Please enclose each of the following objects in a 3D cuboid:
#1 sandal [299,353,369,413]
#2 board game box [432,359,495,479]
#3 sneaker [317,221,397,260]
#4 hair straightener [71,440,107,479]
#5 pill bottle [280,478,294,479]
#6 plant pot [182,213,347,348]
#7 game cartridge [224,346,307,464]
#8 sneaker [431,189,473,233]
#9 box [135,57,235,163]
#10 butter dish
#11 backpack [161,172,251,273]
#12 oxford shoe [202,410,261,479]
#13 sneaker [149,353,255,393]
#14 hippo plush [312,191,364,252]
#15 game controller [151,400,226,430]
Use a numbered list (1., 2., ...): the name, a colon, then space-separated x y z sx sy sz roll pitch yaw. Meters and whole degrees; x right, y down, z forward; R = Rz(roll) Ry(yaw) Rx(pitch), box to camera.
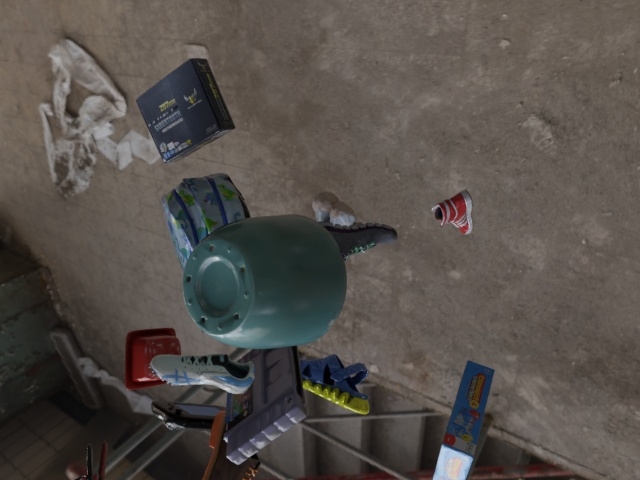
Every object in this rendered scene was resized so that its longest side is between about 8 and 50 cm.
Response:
1. sandal: 0.022 0.407 1.417 0.317 0.138 0.126 15 162 26
2. board game box: 0.435 0.585 1.436 0.086 0.302 0.308 16 134 21
3. sneaker: 0.078 0.015 1.122 0.224 0.098 0.083 1 151 -8
4. hair straightener: -0.629 0.664 1.256 0.047 0.089 0.230 106 156 -49
5. pill bottle: -0.082 0.525 0.706 0.162 0.162 0.278 -37 55 43
6. plant pot: -0.130 0.084 0.947 0.293 0.235 0.293 -1 88 33
7. game cartridge: -0.155 0.394 1.257 0.230 0.355 0.068 -34 113 6
8. sneaker: 0.241 -0.041 0.853 0.118 0.067 0.042 63 -177 -53
9. box: -0.344 -0.322 1.181 0.233 0.059 0.183 -18 97 32
10. butter dish: -0.443 0.325 1.289 0.118 0.160 0.160 -8 81 38
11. backpack: -0.288 -0.004 1.264 0.290 0.273 0.355 -127 43 -52
12. oxford shoe: -0.242 0.656 1.295 0.133 0.363 0.130 -9 147 13
13. sneaker: -0.262 0.286 1.058 0.086 0.237 0.085 -67 24 15
14. hippo plush: 0.000 0.000 1.489 0.234 0.236 0.294 48 172 7
15. game controller: -0.370 0.547 1.467 0.166 0.319 0.067 18 83 42
